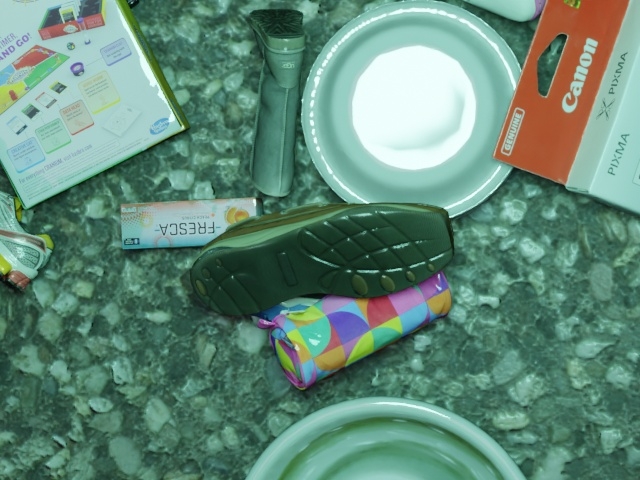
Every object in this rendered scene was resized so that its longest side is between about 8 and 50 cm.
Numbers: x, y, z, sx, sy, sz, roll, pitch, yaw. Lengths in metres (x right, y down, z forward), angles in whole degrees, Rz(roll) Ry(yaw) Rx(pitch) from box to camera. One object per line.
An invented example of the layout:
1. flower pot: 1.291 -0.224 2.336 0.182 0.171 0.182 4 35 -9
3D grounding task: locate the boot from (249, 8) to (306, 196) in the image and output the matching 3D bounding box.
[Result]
1. boot: -0.057 -0.182 1.616 0.076 0.189 0.208 -2 116 -2

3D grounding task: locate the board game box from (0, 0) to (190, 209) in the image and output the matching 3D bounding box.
1. board game box: -0.349 -0.235 1.641 0.242 0.064 0.316 -25 96 5

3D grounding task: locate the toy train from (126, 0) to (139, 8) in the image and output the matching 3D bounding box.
1. toy train: -0.302 -0.291 1.681 0.158 0.027 0.036 -37 96 5

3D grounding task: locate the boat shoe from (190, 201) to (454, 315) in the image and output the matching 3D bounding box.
1. boat shoe: 0.000 0.000 1.538 0.324 0.120 0.122 -8 118 10

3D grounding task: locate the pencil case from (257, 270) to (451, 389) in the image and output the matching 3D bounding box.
1. pencil case: 0.047 0.096 1.566 0.236 0.104 0.104 -24 87 -18

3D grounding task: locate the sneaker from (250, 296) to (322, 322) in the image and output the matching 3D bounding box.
1. sneaker: -0.039 0.116 1.630 0.152 0.058 0.084 5 82 0

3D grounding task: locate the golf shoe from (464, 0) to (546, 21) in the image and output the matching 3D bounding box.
1. golf shoe: 0.135 -0.349 1.563 0.306 0.115 0.140 37 65 18

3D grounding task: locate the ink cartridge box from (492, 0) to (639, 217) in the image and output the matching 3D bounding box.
1. ink cartridge box: 0.362 -0.188 1.533 0.239 0.060 0.275 18 92 -27

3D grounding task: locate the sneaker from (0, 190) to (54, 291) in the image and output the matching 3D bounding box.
1. sneaker: -0.449 -0.035 1.676 0.225 0.088 0.093 44 74 5

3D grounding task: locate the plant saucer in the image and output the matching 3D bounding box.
1. plant saucer: 0.085 0.393 1.593 0.401 0.100 0.400 0 90 6

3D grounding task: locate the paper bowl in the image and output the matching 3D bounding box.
1. paper bowl: 0.118 -0.160 1.572 0.284 0.148 0.284 0 89 7

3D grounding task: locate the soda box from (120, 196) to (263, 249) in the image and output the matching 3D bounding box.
1. soda box: -0.167 -0.022 1.646 0.183 0.058 0.062 -2 90 7
